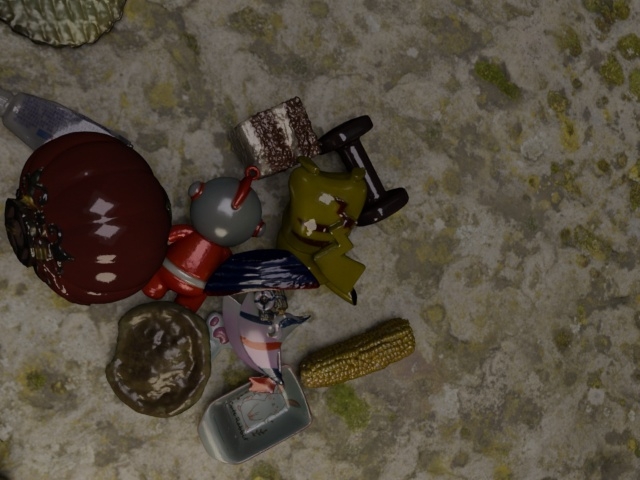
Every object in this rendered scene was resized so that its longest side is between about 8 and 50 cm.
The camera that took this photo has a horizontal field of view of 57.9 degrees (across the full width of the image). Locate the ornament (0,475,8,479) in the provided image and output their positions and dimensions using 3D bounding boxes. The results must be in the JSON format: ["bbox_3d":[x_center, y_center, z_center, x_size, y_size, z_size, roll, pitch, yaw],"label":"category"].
[{"bbox_3d":[-0.645,0.541,1.045,0.245,0.061,0.230,50,58,-49],"label":"ornament"}]

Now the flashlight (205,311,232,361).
[{"bbox_3d":[-0.245,0.235,1.211,0.200,0.047,0.093,-47,105,-13],"label":"flashlight"}]

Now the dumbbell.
[{"bbox_3d":[0.091,-0.152,1.275,0.140,0.124,0.226,-33,102,-16],"label":"dumbbell"}]

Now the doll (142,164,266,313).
[{"bbox_3d":[-0.224,-0.010,1.160,0.199,0.105,0.337,31,99,-17],"label":"doll"}]

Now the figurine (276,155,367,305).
[{"bbox_3d":[0.002,-0.006,1.198,0.218,0.169,0.327,11,128,-8],"label":"figurine"}]

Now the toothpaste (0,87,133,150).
[{"bbox_3d":[-0.508,-0.211,1.101,0.282,0.068,0.099,30,112,-27],"label":"toothpaste"}]

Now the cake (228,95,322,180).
[{"bbox_3d":[-0.099,-0.206,1.202,0.147,0.134,0.135,-26,98,-23],"label":"cake"}]

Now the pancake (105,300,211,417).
[{"bbox_3d":[-0.321,0.238,1.151,0.222,0.042,0.236,35,93,1],"label":"pancake"}]

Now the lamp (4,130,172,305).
[{"bbox_3d":[-0.400,-0.038,1.015,0.257,0.303,0.303,-16,98,-43],"label":"lamp"}]

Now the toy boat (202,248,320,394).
[{"bbox_3d":[-0.136,0.153,1.157,0.219,0.072,0.318,20,111,-6],"label":"toy boat"}]

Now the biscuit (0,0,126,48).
[{"bbox_3d":[-0.481,-0.466,1.109,0.273,0.036,0.187,-36,103,-15],"label":"biscuit"}]

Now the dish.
[{"bbox_3d":[-0.147,0.372,1.241,0.234,0.064,0.154,-24,100,-18],"label":"dish"}]

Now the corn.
[{"bbox_3d":[0.085,0.257,1.301,0.291,0.101,0.101,-16,97,-21],"label":"corn"}]
